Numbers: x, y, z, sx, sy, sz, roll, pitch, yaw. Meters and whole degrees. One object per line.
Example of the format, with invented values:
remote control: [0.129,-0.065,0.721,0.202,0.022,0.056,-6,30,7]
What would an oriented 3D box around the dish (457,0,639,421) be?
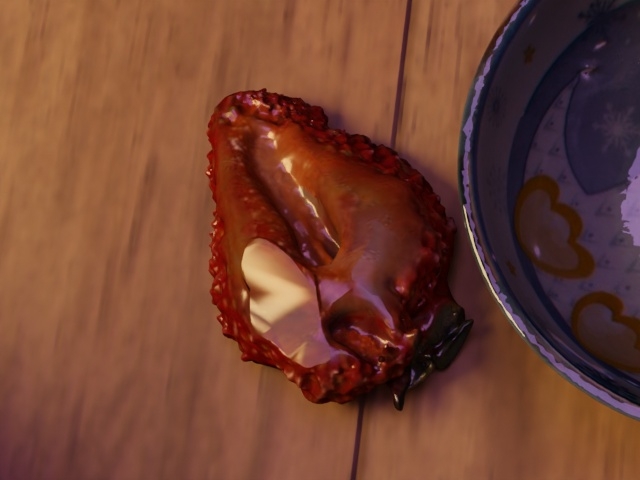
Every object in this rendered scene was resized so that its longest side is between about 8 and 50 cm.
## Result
dish: [0.168,-0.018,0.715,0.227,0.086,0.236,2,75,10]

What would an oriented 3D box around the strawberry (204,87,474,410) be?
strawberry: [-0.001,-0.001,0.755,0.104,0.048,0.152,-30,70,-9]
